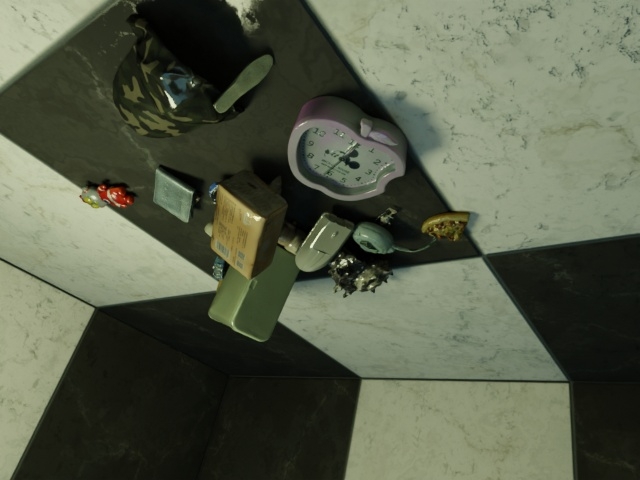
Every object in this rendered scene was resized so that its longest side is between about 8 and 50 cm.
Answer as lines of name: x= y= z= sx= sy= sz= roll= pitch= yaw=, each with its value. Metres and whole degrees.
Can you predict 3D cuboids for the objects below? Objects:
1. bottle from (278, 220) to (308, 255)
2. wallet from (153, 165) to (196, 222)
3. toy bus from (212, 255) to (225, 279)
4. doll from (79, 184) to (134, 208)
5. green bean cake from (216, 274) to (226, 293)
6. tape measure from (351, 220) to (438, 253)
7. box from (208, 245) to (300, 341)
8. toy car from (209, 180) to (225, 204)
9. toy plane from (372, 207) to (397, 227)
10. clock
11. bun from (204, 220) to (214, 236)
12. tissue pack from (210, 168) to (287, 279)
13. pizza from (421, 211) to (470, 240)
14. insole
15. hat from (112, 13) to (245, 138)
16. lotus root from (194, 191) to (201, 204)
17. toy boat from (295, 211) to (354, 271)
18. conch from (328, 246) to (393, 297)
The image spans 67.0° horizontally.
bottle: x=-0.081 y=0.002 z=1.861 sx=0.209 sy=0.110 sz=0.097 roll=32 pitch=-173 yaw=-31
wallet: x=-0.542 y=-0.165 z=1.794 sx=0.167 sy=0.036 sz=0.222 roll=33 pitch=147 yaw=-1
toy bus: x=-0.474 y=0.131 z=2.272 sx=0.051 sy=0.061 sz=0.153 roll=17 pitch=148 yaw=-2
doll: x=-0.862 y=-0.175 z=1.920 sx=0.245 sy=0.076 sz=0.142 roll=-2 pitch=146 yaw=18
green bean cake: x=-0.392 y=0.272 z=2.401 sx=0.224 sy=0.131 sz=0.229 roll=9 pitch=150 yaw=7
tape measure: x=0.240 y=0.001 z=1.659 sx=0.164 sy=0.084 sz=0.330 roll=31 pitch=165 yaw=-34
box: x=-0.276 y=0.201 z=1.951 sx=0.177 sy=0.351 sz=0.344 roll=30 pitch=164 yaw=-25
toy car: x=-0.297 y=-0.147 z=1.725 sx=0.103 sy=0.063 sz=0.216 roll=-36 pitch=130 yaw=29
toy plane: x=0.228 y=-0.079 z=1.663 sx=0.049 sy=0.031 sz=0.121 roll=32 pitch=149 yaw=-12
clock: x=0.071 y=-0.255 z=1.368 sx=0.339 sy=0.102 sz=0.338 roll=10 pitch=149 yaw=6
bun: x=-0.389 y=-0.036 z=1.934 sx=0.138 sy=0.094 sz=0.138 roll=39 pitch=178 yaw=1
tissue pack: x=-0.221 y=-0.066 z=1.643 sx=0.239 sy=0.238 sz=0.305 roll=16 pitch=134 yaw=-3
pizza: x=0.432 y=-0.043 z=1.619 sx=0.134 sy=0.046 sz=0.175 roll=33 pitch=145 yaw=-28
insole: x=-0.191 y=-0.392 z=1.205 sx=0.010 sy=0.192 sz=0.063 roll=47 pitch=-177 yaw=29
hat: x=-0.422 y=-0.368 z=1.305 sx=0.366 sy=0.257 sz=0.382 roll=36 pitch=124 yaw=-28
lotus root: x=-0.478 y=-0.155 z=1.823 sx=0.030 sy=0.037 sz=0.083 roll=31 pitch=146 yaw=-20
toy boat: x=0.003 y=0.001 z=1.759 sx=0.141 sy=0.140 sz=0.269 roll=25 pitch=136 yaw=-18
conch: x=0.153 y=0.126 z=1.875 sx=0.241 sy=0.186 sz=0.313 roll=-12 pitch=144 yaw=39
